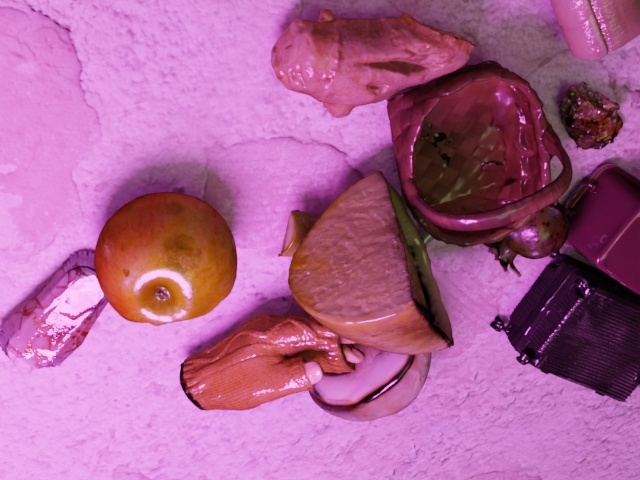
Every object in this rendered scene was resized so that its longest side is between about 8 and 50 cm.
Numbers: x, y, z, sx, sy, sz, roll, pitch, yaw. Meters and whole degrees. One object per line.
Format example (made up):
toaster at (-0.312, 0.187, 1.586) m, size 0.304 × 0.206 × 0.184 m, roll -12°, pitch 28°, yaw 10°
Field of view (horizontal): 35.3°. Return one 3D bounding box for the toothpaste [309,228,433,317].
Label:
toothpaste at (0.074, 0.113, 1.954) m, size 0.392 × 0.061 × 0.099 m, roll -44°, pitch 81°, yaw 8°

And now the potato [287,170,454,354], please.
potato at (0.093, 0.093, 1.782) m, size 0.212 × 0.330 × 0.280 m, roll -22°, pitch 136°, yaw 13°

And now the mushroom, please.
mushroom at (0.121, 0.262, 1.988) m, size 0.267 × 0.189 × 0.164 m, roll -45°, pitch 136°, yaw 8°

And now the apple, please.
apple at (-0.259, 0.046, 1.709) m, size 0.246 × 0.226 × 0.246 m, roll -7°, pitch 121°, yaw -12°

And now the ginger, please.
ginger at (0.092, -0.307, 1.680) m, size 0.354 × 0.126 × 0.190 m, roll -13°, pitch 117°, yaw -9°

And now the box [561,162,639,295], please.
box at (0.631, -0.001, 2.016) m, size 0.294 × 0.167 × 0.193 m, roll 28°, pitch 109°, yaw -29°

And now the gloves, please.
gloves at (-0.090, 0.217, 1.874) m, size 0.356 × 0.203 × 0.155 m, roll -12°, pitch 101°, yaw 7°

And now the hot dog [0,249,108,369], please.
hot dog at (-0.463, 0.128, 1.787) m, size 0.131 × 0.069 × 0.253 m, roll 38°, pitch 99°, yaw -23°

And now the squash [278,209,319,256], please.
squash at (-0.003, 0.000, 1.859) m, size 0.200 × 0.075 × 0.090 m, roll 14°, pitch 81°, yaw -45°

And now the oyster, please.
oyster at (0.513, -0.236, 1.909) m, size 0.105 × 0.056 × 0.177 m, roll -32°, pitch 129°, yaw 11°

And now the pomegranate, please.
pomegranate at (0.396, -0.019, 1.943) m, size 0.169 × 0.148 × 0.148 m, roll -45°, pitch 123°, yaw 7°

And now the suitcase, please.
suitcase at (0.564, 0.179, 2.113) m, size 0.335 × 0.152 × 0.230 m, roll 22°, pitch 111°, yaw -30°

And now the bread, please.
bread at (0.480, -0.410, 1.744) m, size 0.148 × 0.134 × 0.141 m, roll -34°, pitch 121°, yaw -7°

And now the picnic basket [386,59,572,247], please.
picnic basket at (0.288, -0.119, 1.743) m, size 0.293 × 0.337 × 0.337 m, roll -21°, pitch 124°, yaw -5°
